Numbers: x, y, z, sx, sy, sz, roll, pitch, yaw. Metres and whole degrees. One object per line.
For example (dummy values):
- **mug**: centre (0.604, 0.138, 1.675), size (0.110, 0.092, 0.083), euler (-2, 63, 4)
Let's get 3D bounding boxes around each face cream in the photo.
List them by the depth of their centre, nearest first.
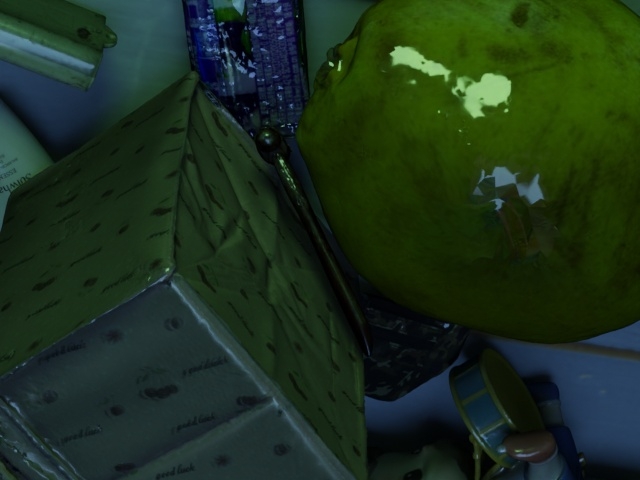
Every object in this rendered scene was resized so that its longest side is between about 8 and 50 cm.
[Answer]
- **face cream**: centre (-0.225, -0.026, 1.329), size (0.072, 0.051, 0.182), euler (-21, 121, 7)

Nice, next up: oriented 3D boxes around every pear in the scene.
- **pear**: centre (0.137, -0.058, 1.224), size (0.321, 0.269, 0.269), euler (33, 114, -27)

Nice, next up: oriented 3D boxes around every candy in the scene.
- **candy**: centre (-0.060, -0.217, 1.220), size (0.088, 0.061, 0.312), euler (-5, 120, 1)

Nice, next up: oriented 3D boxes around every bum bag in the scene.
- **bum bag**: centre (0.000, 0.070, 1.392), size (0.248, 0.069, 0.102), euler (19, 102, -16)

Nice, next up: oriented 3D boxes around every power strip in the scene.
- **power strip**: centre (-0.274, -0.176, 1.211), size (0.268, 0.092, 0.034), euler (20, 115, -15)

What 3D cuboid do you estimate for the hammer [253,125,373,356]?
- **hammer**: centre (0.000, 0.000, 1.217), size (0.021, 0.065, 0.178), euler (-27, 85, 3)

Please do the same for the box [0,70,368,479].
- **box**: centre (-0.100, 0.065, 1.185), size (0.190, 0.297, 0.225), euler (-32, 116, 15)

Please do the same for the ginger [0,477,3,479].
- **ginger**: centre (-0.283, 0.179, 1.380), size (0.375, 0.176, 0.256), euler (-3, 141, -1)

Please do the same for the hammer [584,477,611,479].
- **hammer**: centre (0.252, 0.357, 1.566), size (0.206, 0.119, 0.335), euler (12, 126, -11)

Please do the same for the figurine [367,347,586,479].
- **figurine**: centre (0.088, 0.215, 1.445), size (0.275, 0.161, 0.158), euler (-35, 94, 14)
